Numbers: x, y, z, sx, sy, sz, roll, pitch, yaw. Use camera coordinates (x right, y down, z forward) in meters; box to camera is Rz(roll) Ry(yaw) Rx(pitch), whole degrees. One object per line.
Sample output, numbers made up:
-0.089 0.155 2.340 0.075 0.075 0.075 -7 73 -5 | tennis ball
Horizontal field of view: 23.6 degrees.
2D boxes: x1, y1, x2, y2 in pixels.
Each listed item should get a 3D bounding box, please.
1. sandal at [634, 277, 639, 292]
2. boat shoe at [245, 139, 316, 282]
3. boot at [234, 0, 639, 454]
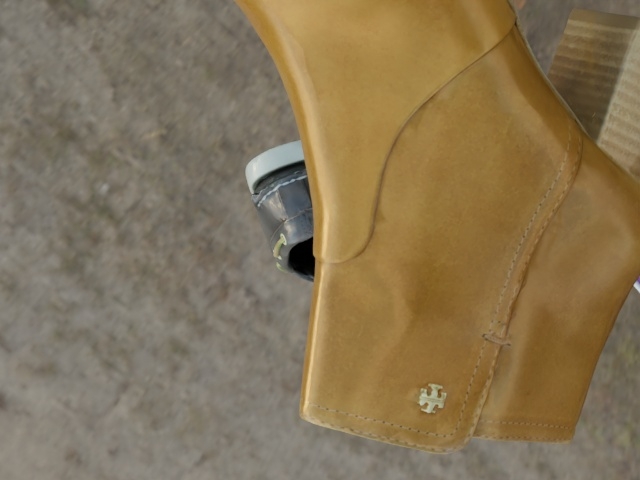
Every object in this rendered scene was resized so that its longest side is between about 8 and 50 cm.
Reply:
0.397 0.065 1.358 0.169 0.102 0.416 -44 76 21 | sandal
0.000 0.000 1.099 0.081 0.228 0.069 -21 70 6 | boat shoe
0.021 -0.025 0.645 0.295 0.104 0.211 18 93 -24 | boot
